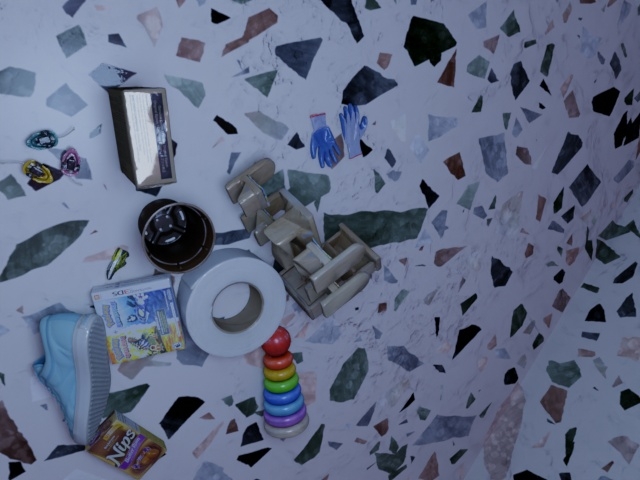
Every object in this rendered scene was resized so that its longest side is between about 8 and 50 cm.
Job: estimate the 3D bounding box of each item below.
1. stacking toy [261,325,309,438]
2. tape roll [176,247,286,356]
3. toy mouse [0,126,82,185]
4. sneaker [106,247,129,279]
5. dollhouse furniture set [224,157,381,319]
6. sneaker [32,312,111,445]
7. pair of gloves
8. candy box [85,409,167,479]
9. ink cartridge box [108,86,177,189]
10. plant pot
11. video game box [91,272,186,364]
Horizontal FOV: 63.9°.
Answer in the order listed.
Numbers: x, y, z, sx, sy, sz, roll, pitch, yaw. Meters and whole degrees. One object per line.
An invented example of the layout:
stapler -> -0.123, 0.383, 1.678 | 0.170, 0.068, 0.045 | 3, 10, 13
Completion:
stacking toy -> -0.123, 0.411, 1.530 | 0.141, 0.141, 0.330 | -15, 105, -26
tape roll -> -0.240, 0.166, 1.391 | 0.286, 0.100, 0.286 | -10, 110, -27
toy mouse -> -0.579, -0.190, 1.121 | 0.161, 0.031, 0.143 | 32, 88, -34
sneaker -> -0.493, 0.060, 1.250 | 0.035, 0.031, 0.083 | 24, 92, -34
dollhouse furniture set -> 0.000, 0.000, 1.341 | 0.256, 0.362, 0.394 | -37, 148, -14
sneaker -> -0.602, 0.327, 1.236 | 0.150, 0.135, 0.366 | 9, 109, 1
pair of gloves -> 0.055, -0.299, 1.465 | 0.198, 0.023, 0.159 | -21, 115, -23
candy box -> -0.519, 0.550, 1.376 | 0.109, 0.053, 0.187 | -47, 121, -9
ink cartridge box -> -0.385, -0.229, 1.101 | 0.088, 0.234, 0.193 | -12, 112, -26
plant pot -> -0.357, -0.025, 1.224 | 0.167, 0.165, 0.167 | -10, 111, -28
video game box -> -0.450, 0.195, 1.284 | 0.187, 0.048, 0.205 | -11, 111, -9
